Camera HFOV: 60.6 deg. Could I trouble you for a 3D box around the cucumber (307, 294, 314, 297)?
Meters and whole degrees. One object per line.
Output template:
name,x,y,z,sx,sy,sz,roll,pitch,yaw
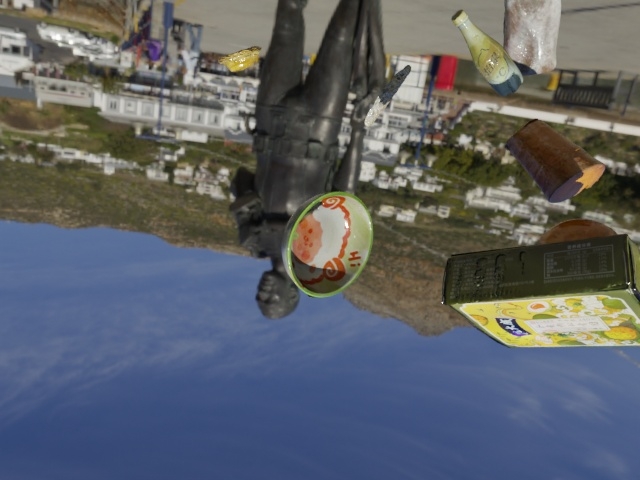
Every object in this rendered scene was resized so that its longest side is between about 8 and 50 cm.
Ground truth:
cucumber,-0.010,0.058,1.944,0.081,0.303,0.072,3,-171,9

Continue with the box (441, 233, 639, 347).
box,0.565,0.143,1.302,0.421,0.138,0.373,-10,149,41

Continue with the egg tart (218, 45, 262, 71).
egg tart,-0.214,-0.492,1.487,0.129,0.049,0.128,-16,-158,7

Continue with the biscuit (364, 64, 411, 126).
biscuit,0.246,-0.533,2.012,0.040,0.265,0.188,37,-174,2

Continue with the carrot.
carrot,0.721,-0.261,1.699,0.196,0.196,0.254,-5,-125,-42

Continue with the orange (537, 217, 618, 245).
orange,0.735,0.055,1.555,0.240,0.239,0.240,9,-165,-2

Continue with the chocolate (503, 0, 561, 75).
chocolate,0.725,-0.710,1.878,0.185,0.303,0.100,-1,-149,17

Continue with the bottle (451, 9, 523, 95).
bottle,0.437,-0.497,1.444,0.270,0.083,0.083,40,180,-28

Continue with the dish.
dish,0.000,0.000,1.655,0.324,0.323,0.124,-3,-164,-39
